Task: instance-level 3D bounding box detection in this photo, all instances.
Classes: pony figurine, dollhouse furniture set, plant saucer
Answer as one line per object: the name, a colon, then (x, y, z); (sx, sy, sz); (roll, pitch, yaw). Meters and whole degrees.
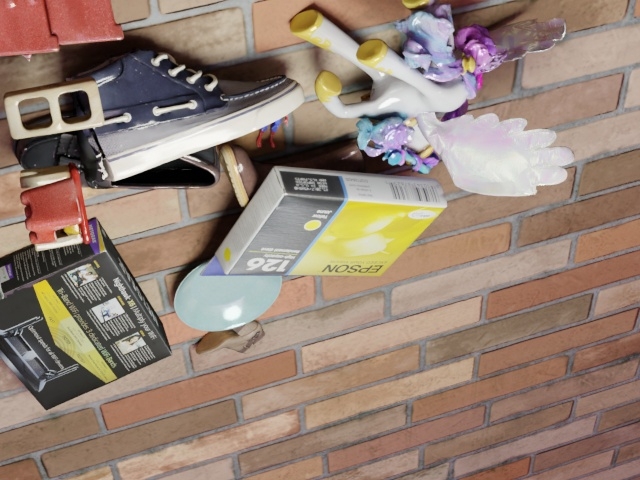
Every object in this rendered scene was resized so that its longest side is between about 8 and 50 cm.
pony figurine: (0.175, -0.226, 1.617); (0.351, 0.303, 0.363); (-8, 151, 30)
dollhouse furniture set: (-0.311, -0.168, 1.338); (0.152, 0.201, 0.374); (-11, 106, -12)
plant saucer: (-0.165, 0.080, 1.901); (0.195, 0.037, 0.195); (-14, 138, -13)

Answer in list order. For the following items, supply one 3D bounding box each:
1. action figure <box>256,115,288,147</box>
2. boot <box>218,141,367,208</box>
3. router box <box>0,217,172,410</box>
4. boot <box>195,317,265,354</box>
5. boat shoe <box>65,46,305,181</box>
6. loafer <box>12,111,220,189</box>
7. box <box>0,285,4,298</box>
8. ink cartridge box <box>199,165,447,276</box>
action figure: (-0.069, -0.193, 1.676); (0.038, 0.030, 0.115); (3, 130, -21)
boot: (-0.038, -0.112, 1.733); (0.207, 0.090, 0.248); (-28, 146, 1)
router box: (-0.413, 0.129, 1.797); (0.243, 0.081, 0.309); (-23, 139, -2)
boot: (-0.161, 0.188, 2.012); (0.118, 0.042, 0.087); (-34, 140, 11)
boat shoe: (-0.190, -0.208, 1.524); (0.340, 0.127, 0.158); (-24, 106, -22)
loafer: (-0.289, -0.122, 1.589); (0.302, 0.095, 0.109); (-1, 133, -25)
box: (-0.609, 0.034, 1.491); (0.322, 0.232, 0.058); (-18, 134, -9)
ink cartridge box: (0.000, 0.000, 1.771); (0.303, 0.072, 0.307); (1, 144, -31)
